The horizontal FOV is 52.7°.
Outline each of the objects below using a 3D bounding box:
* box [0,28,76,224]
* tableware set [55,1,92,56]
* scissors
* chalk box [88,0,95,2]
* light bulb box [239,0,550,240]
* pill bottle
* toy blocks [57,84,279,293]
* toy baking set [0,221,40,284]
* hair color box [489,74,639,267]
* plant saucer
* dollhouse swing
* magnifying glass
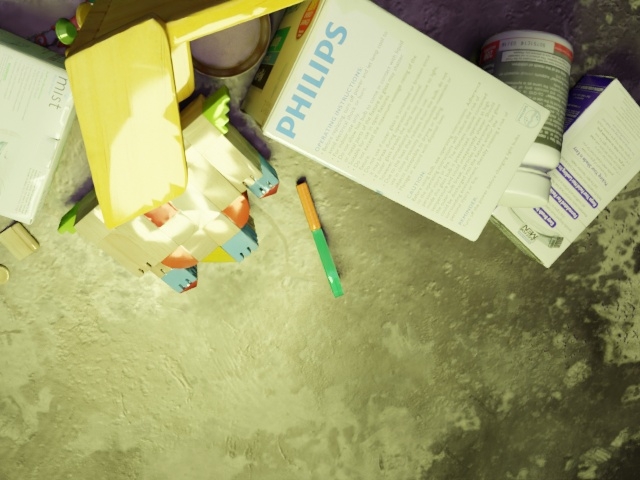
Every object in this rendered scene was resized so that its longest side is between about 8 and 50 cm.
[{"bbox_3d":[-0.521,-0.193,1.019,0.231,0.127,0.262,20,107,-19],"label":"box"},{"bbox_3d":[-0.349,-0.322,1.004,0.024,0.154,0.104,3,130,23],"label":"tableware set"},{"bbox_3d":[-0.441,-0.342,1.058,0.297,0.021,0.109,-4,111,-10],"label":"scissors"},{"bbox_3d":[-0.366,-0.502,0.934,0.180,0.179,0.289,-24,111,-3],"label":"chalk box"},{"bbox_3d":[0.089,-0.210,1.032,0.361,0.358,0.225,25,100,-17],"label":"light bulb box"},{"bbox_3d":[0.350,-0.210,1.150,0.161,0.161,0.283,10,84,-15],"label":"pill bottle"},{"bbox_3d":[-0.218,-0.053,1.114,0.381,0.190,0.261,-38,121,12],"label":"toy blocks"},{"bbox_3d":[-0.627,-0.014,1.116,0.256,0.030,0.196,29,100,-19],"label":"toy baking set"},{"bbox_3d":[0.486,-0.136,1.276,0.185,0.110,0.339,40,95,-21],"label":"hair color box"},{"bbox_3d":[-0.170,-0.363,1.102,0.168,0.029,0.168,-3,107,-11],"label":"plant saucer"},{"bbox_3d":[-0.151,-0.238,0.895,0.305,0.347,0.315,-6,124,-7],"label":"dollhouse swing"},{"bbox_3d":[0.000,0.000,1.235,0.026,0.092,0.231,-21,100,-2],"label":"magnifying glass"}]
